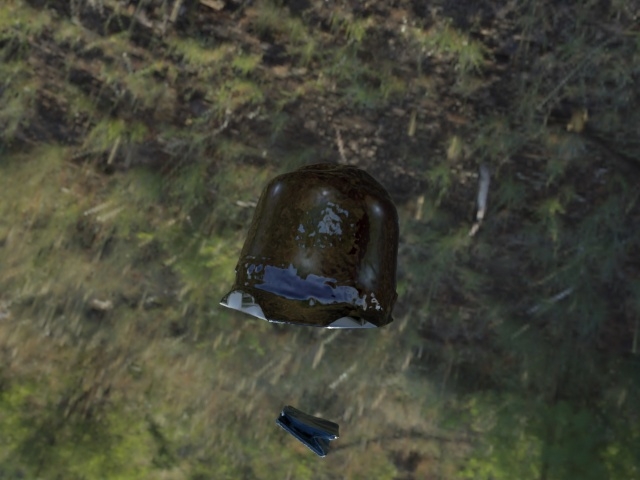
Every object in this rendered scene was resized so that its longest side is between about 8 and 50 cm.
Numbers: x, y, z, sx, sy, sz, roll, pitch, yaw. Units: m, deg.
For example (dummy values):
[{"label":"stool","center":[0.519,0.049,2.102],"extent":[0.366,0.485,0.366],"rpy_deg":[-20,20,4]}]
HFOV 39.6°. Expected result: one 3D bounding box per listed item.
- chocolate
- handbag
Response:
[{"label":"chocolate","center":[0.000,0.000,1.892],"extent":[0.383,0.332,0.383],"rpy_deg":[6,-175,-1]},{"label":"handbag","center":[-0.031,0.429,2.037],"extent":[0.144,0.057,0.221],"rpy_deg":[28,177,4]}]
